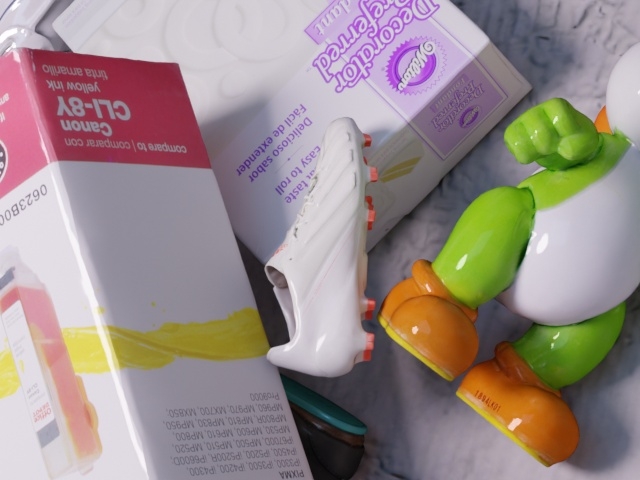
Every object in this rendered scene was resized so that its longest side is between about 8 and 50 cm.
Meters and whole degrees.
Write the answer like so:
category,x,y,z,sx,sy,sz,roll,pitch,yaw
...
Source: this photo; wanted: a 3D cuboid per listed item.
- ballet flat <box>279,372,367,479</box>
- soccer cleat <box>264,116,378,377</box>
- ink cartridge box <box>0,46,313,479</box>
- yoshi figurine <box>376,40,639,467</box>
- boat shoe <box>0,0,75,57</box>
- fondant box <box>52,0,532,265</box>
category,x,y,z,sx,sy,sz,roll,pitch,yaw
ballet flat,-0.086,0.108,1.467,0.280,0.095,0.096,38,101,35
soccer cleat,0.000,0.000,1.362,0.076,0.068,0.196,3,66,-2
ink cartridge box,-0.185,0.098,1.389,0.279,0.160,0.384,-33,68,36
yoshi figurine,0.220,-0.024,1.312,0.203,0.203,0.362,40,88,21
boat shoe,-0.253,-0.145,1.676,0.258,0.095,0.084,-52,59,11
fondant box,-0.030,-0.147,1.547,0.238,0.096,0.330,-45,56,3
